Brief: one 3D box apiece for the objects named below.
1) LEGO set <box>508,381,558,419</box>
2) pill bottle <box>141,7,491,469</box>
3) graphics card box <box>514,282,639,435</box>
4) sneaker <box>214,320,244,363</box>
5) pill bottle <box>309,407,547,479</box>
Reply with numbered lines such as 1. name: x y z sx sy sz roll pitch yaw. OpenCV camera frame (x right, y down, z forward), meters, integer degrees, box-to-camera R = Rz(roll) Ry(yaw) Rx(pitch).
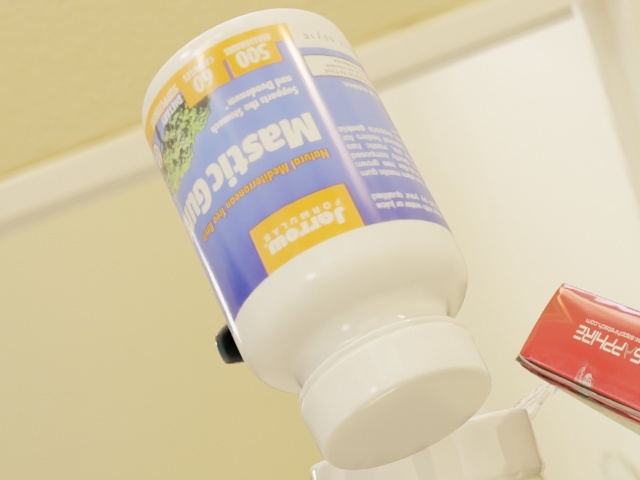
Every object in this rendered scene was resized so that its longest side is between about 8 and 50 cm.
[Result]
1. LEGO set: 0.326 0.180 2.154 0.060 0.244 0.182 51 20 2
2. pill bottle: 0.000 0.000 1.079 0.152 0.152 0.272 84 -17 -59
3. graphics card box: 0.378 0.173 1.497 0.371 0.094 0.233 31 -4 -26
4. sneaker: -0.007 0.117 2.394 0.350 0.148 0.131 -18 -79 44
5. pill bottle: 0.129 0.347 1.378 0.224 0.224 0.392 114 -38 -77
